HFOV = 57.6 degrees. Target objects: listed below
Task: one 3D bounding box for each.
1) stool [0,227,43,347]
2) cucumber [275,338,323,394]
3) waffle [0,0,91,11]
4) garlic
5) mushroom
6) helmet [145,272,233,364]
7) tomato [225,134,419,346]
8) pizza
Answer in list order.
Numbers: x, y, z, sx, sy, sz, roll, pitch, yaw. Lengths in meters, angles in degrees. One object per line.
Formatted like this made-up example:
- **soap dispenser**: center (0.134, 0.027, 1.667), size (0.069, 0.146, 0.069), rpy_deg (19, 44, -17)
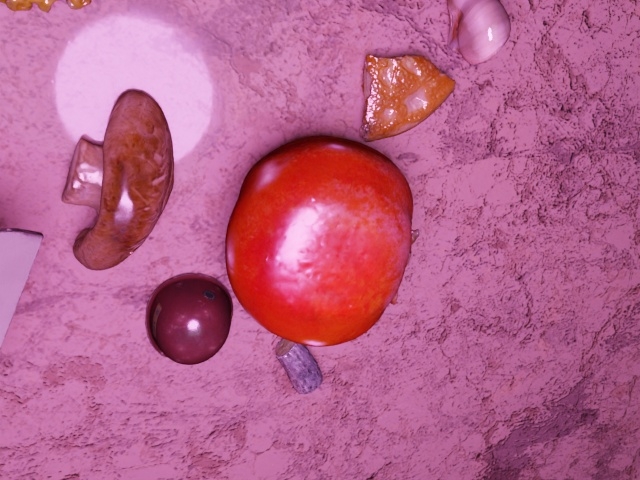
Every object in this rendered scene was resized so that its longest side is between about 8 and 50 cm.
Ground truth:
- **stool**: center (-0.519, 0.043, 0.752), size (0.170, 0.244, 0.269), rpy_deg (15, 105, -47)
- **cucumber**: center (-0.040, 0.234, 1.104), size (0.064, 0.064, 0.111), rpy_deg (-29, 115, -7)
- **waffle**: center (-0.374, -0.433, 0.758), size (0.253, 0.056, 0.249), rpy_deg (-40, 117, 1)
- **garlic**: center (0.255, -0.375, 0.957), size (0.099, 0.124, 0.174), rpy_deg (-19, 88, 5)
- **mushroom**: center (-0.294, -0.073, 0.862), size (0.156, 0.151, 0.285), rpy_deg (14, 104, -24)
- **helmet**: center (-0.222, 0.156, 0.995), size (0.155, 0.106, 0.175), rpy_deg (19, 106, -23)
- **tomato**: center (0.000, 0.000, 0.921), size (0.290, 0.293, 0.324), rpy_deg (15, 109, -8)
- **pizza**: center (0.123, -0.254, 0.988), size (0.182, 0.062, 0.161), rpy_deg (-42, 123, 5)
